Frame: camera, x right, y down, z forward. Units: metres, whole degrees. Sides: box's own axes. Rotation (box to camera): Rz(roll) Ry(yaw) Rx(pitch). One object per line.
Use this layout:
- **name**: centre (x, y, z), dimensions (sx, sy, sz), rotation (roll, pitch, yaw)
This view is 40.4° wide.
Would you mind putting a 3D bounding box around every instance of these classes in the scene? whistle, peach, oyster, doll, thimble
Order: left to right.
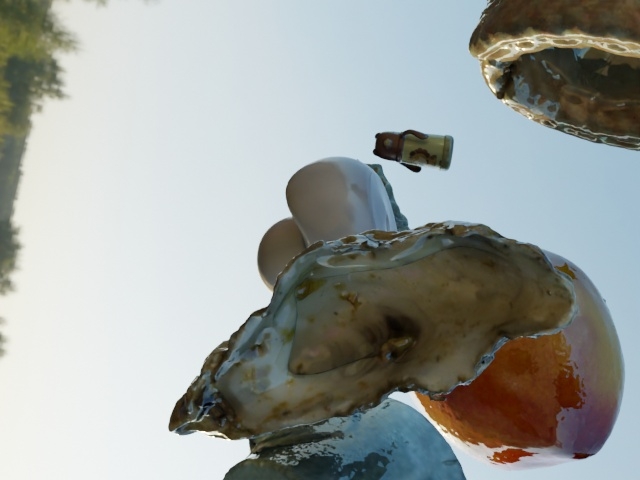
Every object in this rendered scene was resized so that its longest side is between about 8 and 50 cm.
- **doll**: centre (0.000, 0.000, 1.230), dimensions (0.251, 0.221, 0.221), rotation (63, 19, -52)
- **oyster**: centre (0.026, 0.076, 0.711), dimensions (0.341, 0.166, 0.110), rotation (-37, -173, 22)
- **whistle**: centre (0.036, 0.331, 0.823), dimensions (0.188, 0.168, 0.404), rotation (-7, -82, 45)
- **peach**: centre (0.236, 0.144, 1.093), dimensions (0.308, 0.289, 0.289), rotation (-58, 173, -66)
- **thimble**: centre (0.263, -0.180, 0.749), dimensions (0.229, 0.196, 0.148), rotation (12, -110, 37)

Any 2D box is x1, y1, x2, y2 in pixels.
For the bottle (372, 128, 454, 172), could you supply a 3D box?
- **bottle**: centre (0.118, -0.115, 1.113), dimensions (0.047, 0.101, 0.063), rotation (-75, 172, -64)

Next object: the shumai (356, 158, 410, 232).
- **shumai**: centre (0.032, -0.039, 1.806), dimensions (0.222, 0.261, 0.225), rotation (57, -26, 29)
